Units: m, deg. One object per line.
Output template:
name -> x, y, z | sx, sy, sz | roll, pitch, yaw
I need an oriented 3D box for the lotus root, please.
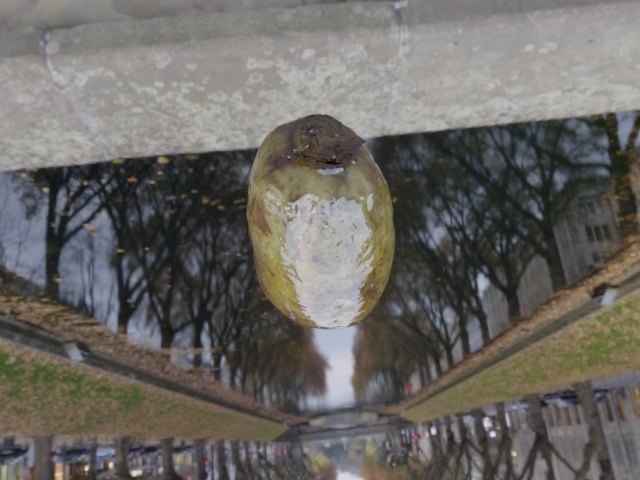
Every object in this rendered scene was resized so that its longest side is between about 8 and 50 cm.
lotus root -> 0.000, 0.000, 0.544 | 0.128, 0.145, 0.260 | -9, 145, -7
